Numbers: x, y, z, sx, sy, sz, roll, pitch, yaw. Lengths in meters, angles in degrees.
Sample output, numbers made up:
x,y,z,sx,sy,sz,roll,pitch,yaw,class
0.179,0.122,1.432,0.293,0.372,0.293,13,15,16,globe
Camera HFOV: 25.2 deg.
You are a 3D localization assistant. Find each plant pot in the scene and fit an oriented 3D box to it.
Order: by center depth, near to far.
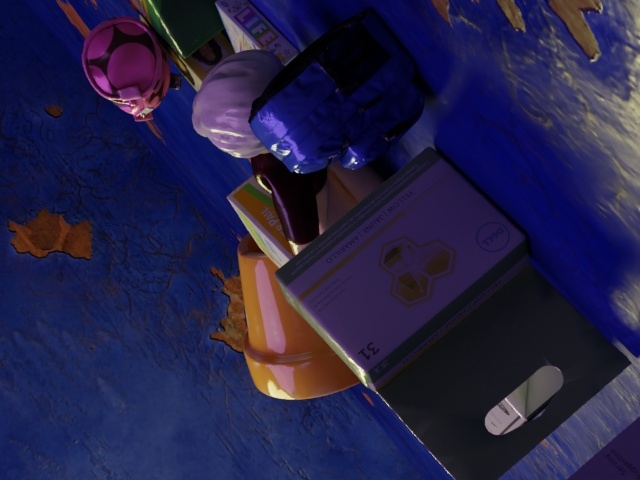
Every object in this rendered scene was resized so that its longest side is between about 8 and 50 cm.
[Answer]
x,y,z,sx,sy,sz,roll,pitch,yaw,class
-0.017,0.072,1.847,0.205,0.205,0.188,35,146,64,plant pot

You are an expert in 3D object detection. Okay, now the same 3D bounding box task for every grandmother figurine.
x,y,z,sx,sy,sz,roll,pitch,yaw,class
-0.020,-0.075,1.283,0.207,0.104,0.342,67,-172,24,grandmother figurine

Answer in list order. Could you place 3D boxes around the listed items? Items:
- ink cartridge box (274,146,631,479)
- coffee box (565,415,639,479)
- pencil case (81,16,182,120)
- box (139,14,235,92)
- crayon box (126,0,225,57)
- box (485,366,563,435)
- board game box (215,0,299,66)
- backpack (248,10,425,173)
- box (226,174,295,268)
x,y,z,sx,sy,sz,roll,pitch,yaw,class
0.101,0.059,1.124,0.235,0.171,0.056,46,170,29,ink cartridge box
0.288,0.212,0.787,0.297,0.168,0.119,46,171,35,coffee box
-0.203,-0.182,1.537,0.209,0.095,0.098,-122,30,-88,pencil case
-0.115,-0.188,1.624,0.232,0.058,0.087,50,173,6,box
-0.207,-0.342,1.352,0.203,0.083,0.323,46,170,33,crayon box
0.149,0.093,1.317,0.169,0.087,0.290,49,171,12,box
-0.049,-0.173,1.434,0.103,0.026,0.154,48,171,23,board game box
0.011,-0.101,1.084,0.101,0.120,0.098,51,171,3,backpack
0.000,0.000,1.667,0.203,0.103,0.114,44,170,40,box
